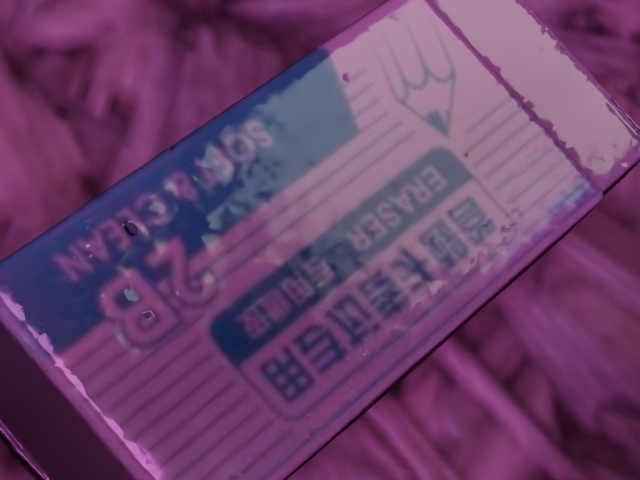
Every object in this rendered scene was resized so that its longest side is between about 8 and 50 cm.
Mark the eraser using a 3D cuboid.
[{"bbox_3d":[0.000,0.000,0.548,0.095,0.052,0.225,48,53,6],"label":"eraser"}]
